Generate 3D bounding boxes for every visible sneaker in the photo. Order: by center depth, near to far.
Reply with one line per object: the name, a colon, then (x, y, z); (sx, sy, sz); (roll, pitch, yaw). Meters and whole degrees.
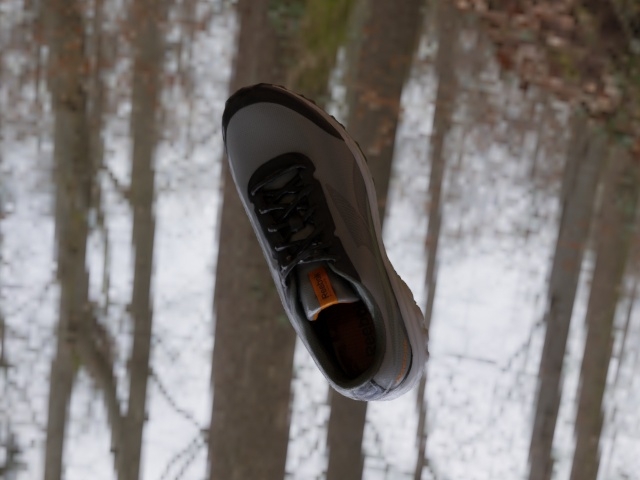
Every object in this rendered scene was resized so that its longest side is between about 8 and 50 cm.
sneaker: (0.000, 0.000, 1.410); (0.100, 0.271, 0.108); (-27, 175, 16)
